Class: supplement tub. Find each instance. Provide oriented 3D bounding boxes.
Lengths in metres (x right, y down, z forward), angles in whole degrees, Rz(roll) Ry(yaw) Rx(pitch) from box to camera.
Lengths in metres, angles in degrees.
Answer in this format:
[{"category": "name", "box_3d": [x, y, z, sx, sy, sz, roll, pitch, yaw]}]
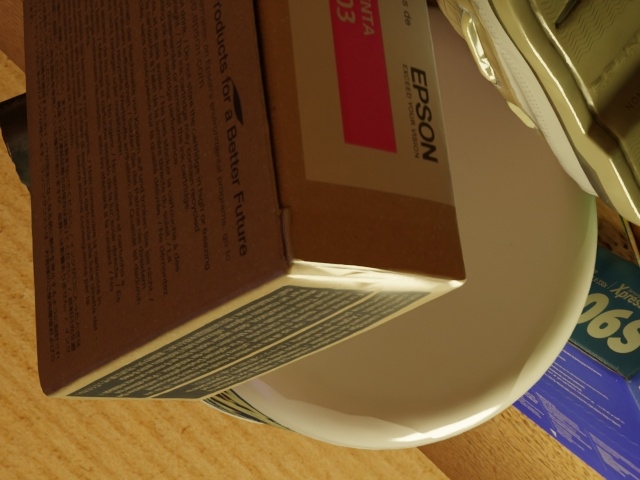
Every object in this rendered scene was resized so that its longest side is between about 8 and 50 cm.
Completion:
[{"category": "supplement tub", "box_3d": [0.000, 0.000, 0.836, 0.235, 0.235, 0.325, 45, 167, -7]}]

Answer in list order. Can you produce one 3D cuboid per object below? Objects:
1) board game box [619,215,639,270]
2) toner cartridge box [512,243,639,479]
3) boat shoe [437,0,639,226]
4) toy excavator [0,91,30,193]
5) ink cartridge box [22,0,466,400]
[{"category": "board game box", "box_3d": [0.209, 0.075, 0.717, 0.259, 0.039, 0.124, 59, -165, -21]}, {"category": "toner cartridge box", "box_3d": [0.167, 0.066, 0.965, 0.165, 0.075, 0.348, 61, 168, -29]}, {"category": "boat shoe", "box_3d": [0.089, -0.117, 0.550, 0.103, 0.113, 0.302, 37, 165, 40]}, {"category": "toy excavator", "box_3d": [-0.170, -0.080, 1.486, 0.445, 0.222, 0.433, -114, 4, -59]}, {"category": "ink cartridge box", "box_3d": [-0.045, -0.066, 0.567, 0.088, 0.234, 0.193, 8, 158, -36]}]
